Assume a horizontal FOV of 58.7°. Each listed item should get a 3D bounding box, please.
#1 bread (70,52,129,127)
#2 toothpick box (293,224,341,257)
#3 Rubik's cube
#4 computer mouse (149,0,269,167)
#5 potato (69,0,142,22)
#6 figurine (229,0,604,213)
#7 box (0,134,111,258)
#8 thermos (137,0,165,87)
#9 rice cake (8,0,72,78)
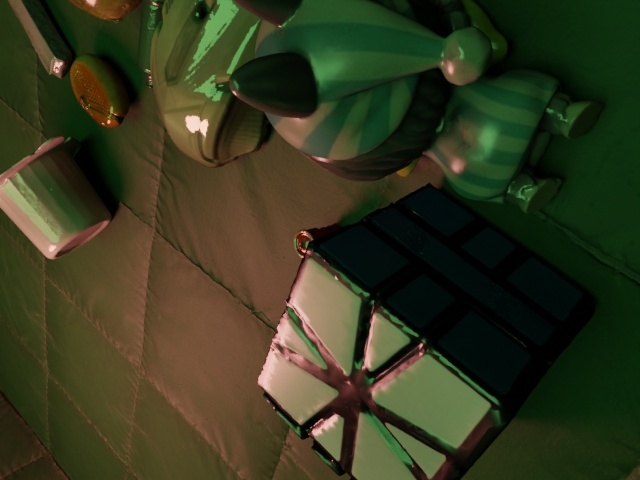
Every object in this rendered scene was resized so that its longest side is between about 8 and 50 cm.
[{"bbox_3d":[-0.466,-0.319,1.221,0.114,0.077,0.189,-47,74,22],"label":"bread"},{"bbox_3d":[0.000,0.000,0.938,0.047,0.083,0.047,9,104,41],"label":"toothpick box"},{"bbox_3d":[0.127,0.141,0.748,0.288,0.283,0.294,40,133,21],"label":"Rubik's cube"},{"bbox_3d":[-0.179,-0.291,0.933,0.228,0.145,0.429,47,132,20],"label":"computer mouse"},{"bbox_3d":[-0.383,-0.544,0.981,0.210,0.173,0.308,36,124,18],"label":"potato"},{"bbox_3d":[0.057,-0.143,0.626,0.361,0.377,0.266,35,128,27],"label":"figurine"},{"bbox_3d":[-0.621,-0.096,1.368,0.291,0.262,0.206,-32,98,35],"label":"box"},{"bbox_3d":[-0.293,-0.373,1.051,0.083,0.073,0.188,17,126,-3],"label":"thermos"},{"bbox_3d":[-0.678,-0.542,1.323,0.072,0.056,0.365,-35,84,50],"label":"rice cake"}]
